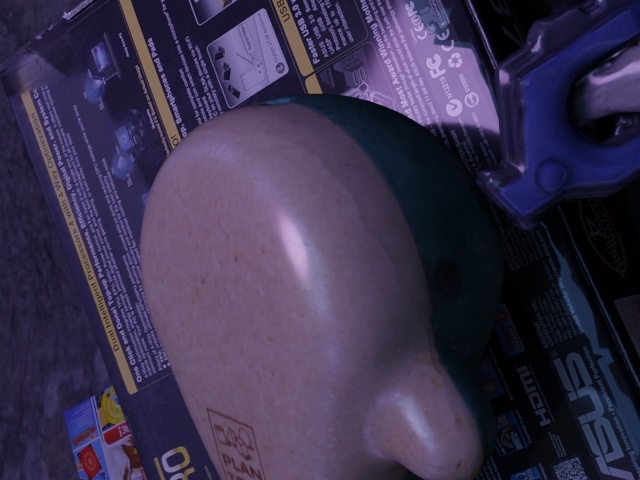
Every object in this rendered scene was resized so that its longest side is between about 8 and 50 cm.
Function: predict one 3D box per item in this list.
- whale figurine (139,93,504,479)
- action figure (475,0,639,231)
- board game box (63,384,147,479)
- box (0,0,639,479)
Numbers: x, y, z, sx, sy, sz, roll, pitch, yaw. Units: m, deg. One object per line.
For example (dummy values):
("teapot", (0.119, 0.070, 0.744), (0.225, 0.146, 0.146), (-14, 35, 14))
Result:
("whale figurine", (0.017, 0.065, 0.568), (0.216, 0.141, 0.272), (8, 112, 53))
("action figure", (0.187, -0.160, 0.574), (0.341, 0.178, 0.330), (-25, 92, -3))
("board game box", (-0.098, 0.152, 0.866), (0.201, 0.035, 0.136), (-30, 68, 34))
("box", (0.000, 0.000, 0.701), (0.318, 0.097, 0.395), (-29, 78, 29))
